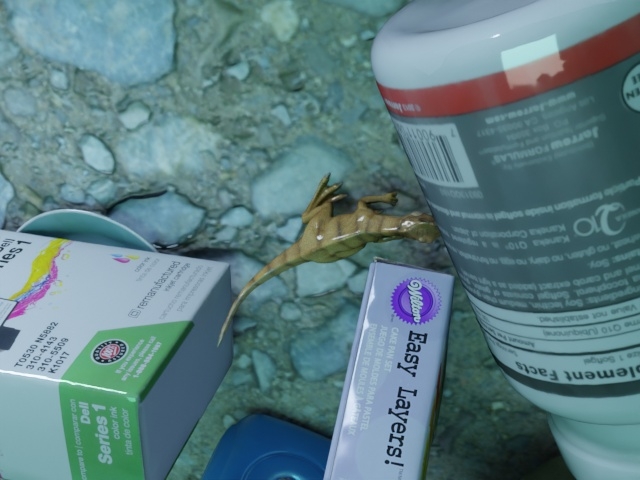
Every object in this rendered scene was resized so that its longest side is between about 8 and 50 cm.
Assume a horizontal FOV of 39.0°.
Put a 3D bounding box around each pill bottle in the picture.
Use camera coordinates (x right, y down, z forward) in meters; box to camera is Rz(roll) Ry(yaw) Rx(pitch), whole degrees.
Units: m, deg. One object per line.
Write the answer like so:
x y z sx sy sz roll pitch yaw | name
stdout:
0.193 -0.010 0.613 0.210 0.210 0.363 -16 114 24 | pill bottle

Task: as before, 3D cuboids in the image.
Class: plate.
-0.216 0.049 0.875 0.188 0.024 0.188 7 121 11 | plate

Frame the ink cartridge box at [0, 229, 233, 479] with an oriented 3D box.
-0.238 0.094 0.773 0.278 0.201 0.117 8 120 12 | ink cartridge box

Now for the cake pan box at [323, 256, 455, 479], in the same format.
0.049 0.178 0.689 0.070 0.246 0.267 11 156 11 | cake pan box

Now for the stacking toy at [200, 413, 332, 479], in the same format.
-0.061 0.333 0.939 0.165 0.175 0.302 21 136 4 | stacking toy

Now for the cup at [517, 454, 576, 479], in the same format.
0.246 0.319 0.771 0.331 0.237 0.331 7 121 12 | cup

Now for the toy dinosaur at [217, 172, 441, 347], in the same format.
0.000 0.000 0.732 0.211 0.112 0.064 -24 111 27 | toy dinosaur
